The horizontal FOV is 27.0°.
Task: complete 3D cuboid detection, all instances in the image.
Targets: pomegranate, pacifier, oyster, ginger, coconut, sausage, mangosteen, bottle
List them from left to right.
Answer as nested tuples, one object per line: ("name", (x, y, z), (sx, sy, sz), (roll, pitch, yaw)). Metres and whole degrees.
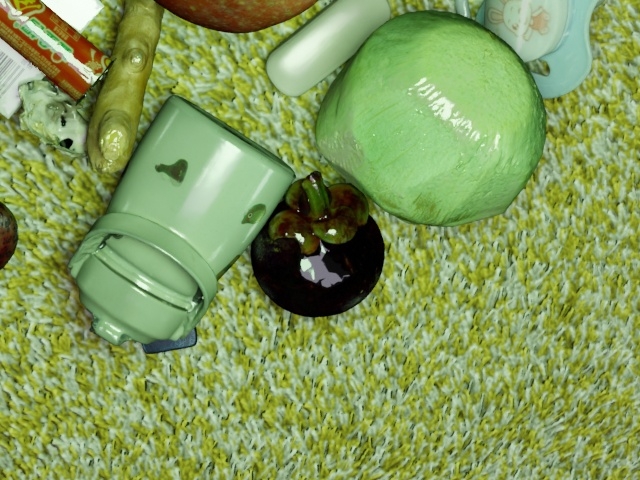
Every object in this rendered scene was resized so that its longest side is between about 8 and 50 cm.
("pomegranate", (-0.467, -0.026, 1.830), (0.129, 0.129, 0.159), (36, 84, -17))
("sausage", (-0.385, -0.283, 1.693), (0.264, 0.083, 0.083), (40, 91, -19))
("oyster", (-0.345, -0.145, 1.804), (0.200, 0.061, 0.106), (52, 47, -45))
("ginger", (-0.261, -0.227, 1.802), (0.065, 0.118, 0.298), (17, 67, -19))
("bottle", (-0.213, -0.005, 1.836), (0.229, 0.229, 0.351), (33, 93, -17))
("mangosteen", (0.000, 0.000, 1.895), (0.194, 0.194, 0.230), (0, 134, -12))
("coconut", (0.153, -0.158, 1.857), (0.328, 0.328, 0.281), (21, 63, -16))
("pacifier", (0.328, -0.355, 1.923), (0.226, 0.238, 0.287), (-24, 129, -39))

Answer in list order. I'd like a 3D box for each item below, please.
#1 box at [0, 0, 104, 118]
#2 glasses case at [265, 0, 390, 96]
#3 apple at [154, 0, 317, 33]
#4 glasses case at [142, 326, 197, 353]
("box", (-0.456, -0.329, 1.765), (0.274, 0.116, 0.203), (39, 93, -18))
("glasses case", (0.011, -0.287, 1.912), (0.204, 0.051, 0.081), (-38, 106, -2))
("apple", (-0.101, -0.426, 1.709), (0.348, 0.348, 0.277), (-34, 117, -4))
("glasses case", (-0.223, 0.145, 1.970), (0.083, 0.023, 0.033), (-9, 109, -9))
